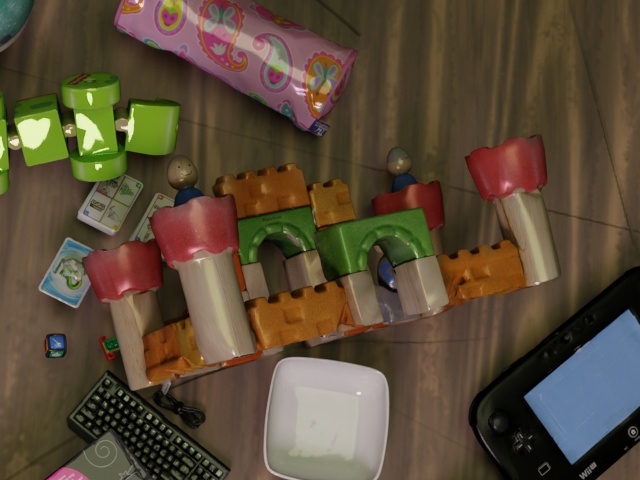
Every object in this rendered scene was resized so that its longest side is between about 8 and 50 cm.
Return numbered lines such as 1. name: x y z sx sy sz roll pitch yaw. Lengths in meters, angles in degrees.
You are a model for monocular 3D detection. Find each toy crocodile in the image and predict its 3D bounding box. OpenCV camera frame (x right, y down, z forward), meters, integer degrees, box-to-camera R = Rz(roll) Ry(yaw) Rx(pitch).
1. toy crocodile: -0.325 -0.125 1.765 0.340 0.105 0.115 -8 113 -8

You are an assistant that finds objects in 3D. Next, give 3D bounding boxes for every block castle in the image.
1. block castle: 0.000 0.000 1.666 0.453 0.303 0.213 -12 84 -28

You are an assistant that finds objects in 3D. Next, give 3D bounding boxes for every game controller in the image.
1. game controller: 0.325 0.172 1.843 0.319 0.067 0.166 -37 86 -17

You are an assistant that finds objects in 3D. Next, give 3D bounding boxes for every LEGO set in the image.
1. LEGO set: -0.217 0.055 1.770 0.182 0.060 0.244 27 57 -4

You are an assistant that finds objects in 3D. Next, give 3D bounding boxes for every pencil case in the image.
1. pencil case: -0.098 -0.232 1.831 0.284 0.124 0.124 29 72 -4

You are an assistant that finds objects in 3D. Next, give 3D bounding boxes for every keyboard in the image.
1. keyboard: -0.183 0.219 1.749 0.180 0.023 0.108 39 72 -1

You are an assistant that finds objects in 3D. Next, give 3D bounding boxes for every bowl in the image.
1. bowl: 0.003 0.210 1.773 0.142 0.053 0.142 9 74 -9

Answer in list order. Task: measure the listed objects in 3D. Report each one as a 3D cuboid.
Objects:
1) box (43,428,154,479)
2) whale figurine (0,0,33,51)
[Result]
1. box: -0.268 0.338 1.635 0.247 0.142 0.163 -39 88 -13
2. whale figurine: -0.441 -0.263 1.685 0.272 0.141 0.216 -28 84 -16
